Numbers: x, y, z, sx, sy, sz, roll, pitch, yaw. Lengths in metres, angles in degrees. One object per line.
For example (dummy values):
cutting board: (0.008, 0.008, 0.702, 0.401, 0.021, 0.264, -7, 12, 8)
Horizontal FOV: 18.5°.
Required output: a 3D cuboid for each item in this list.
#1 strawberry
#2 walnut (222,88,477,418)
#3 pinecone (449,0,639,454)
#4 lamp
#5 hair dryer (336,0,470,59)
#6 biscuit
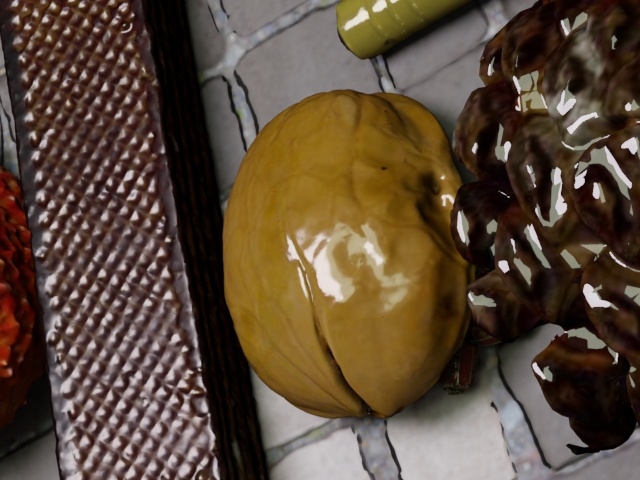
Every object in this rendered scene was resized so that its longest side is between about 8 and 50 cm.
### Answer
strawberry: (-0.219, 0.039, 1.230, 0.175, 0.107, 0.236, -11, 64, 64)
walnut: (-0.002, -0.002, 1.110, 0.167, 0.087, 0.211, -34, 50, 32)
pinecone: (0.207, -0.023, 0.943, 0.296, 0.242, 0.298, -12, 71, 33)
lamp: (0.087, 0.041, 1.107, 0.083, 0.031, 0.063, -44, 62, 5)
hair dryer: (0.131, -0.175, 1.125, 0.279, 0.090, 0.135, -30, 66, 24)
biscuit: (-0.117, -0.004, 1.200, 0.107, 0.073, 0.388, -19, 68, 20)
